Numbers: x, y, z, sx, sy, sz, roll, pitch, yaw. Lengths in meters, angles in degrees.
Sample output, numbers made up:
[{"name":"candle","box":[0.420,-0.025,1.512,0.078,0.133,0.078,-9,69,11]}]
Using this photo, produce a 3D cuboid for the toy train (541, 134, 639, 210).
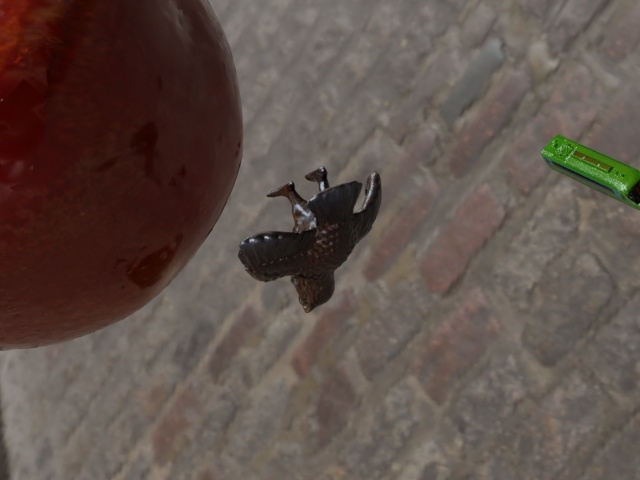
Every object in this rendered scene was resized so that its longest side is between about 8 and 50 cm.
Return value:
[{"name":"toy train","box":[0.397,-0.097,1.729,0.044,0.042,0.209,-49,39,-5]}]

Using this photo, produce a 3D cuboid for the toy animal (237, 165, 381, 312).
[{"name":"toy animal","box":[0.000,0.007,1.455,0.116,0.219,0.179,18,126,46]}]

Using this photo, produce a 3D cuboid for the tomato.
[{"name":"tomato","box":[-0.214,-0.092,0.795,0.290,0.293,0.325,-18,56,19]}]
